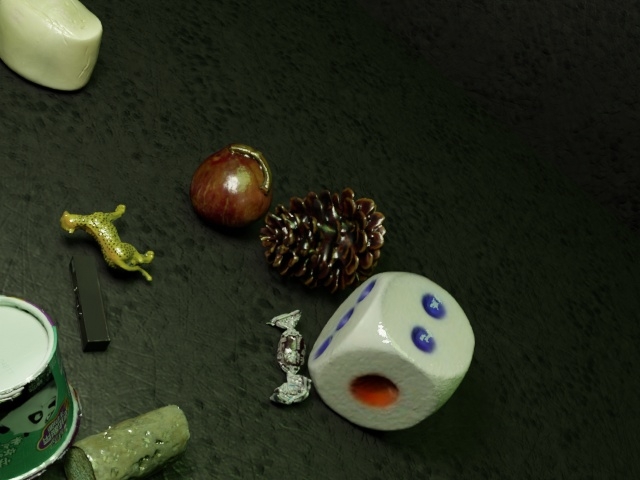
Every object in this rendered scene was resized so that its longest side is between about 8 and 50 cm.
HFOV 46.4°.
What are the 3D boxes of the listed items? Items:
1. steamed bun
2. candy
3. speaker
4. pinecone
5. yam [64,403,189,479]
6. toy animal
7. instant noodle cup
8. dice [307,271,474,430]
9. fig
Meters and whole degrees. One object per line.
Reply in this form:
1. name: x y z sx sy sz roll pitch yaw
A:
1. steamed bun: -0.622 -0.463 1.669 0.250 0.200 0.154 32 42 -3
2. candy: -0.067 0.239 1.552 0.094 0.051 0.226 6 49 -8
3. speaker: -0.437 0.116 1.405 0.046 0.040 0.191 2 53 -34
4. pinecone: 0.001 -0.003 1.685 0.292 0.246 0.246 3 52 -31
5. yam: -0.313 0.349 1.236 0.194 0.107 0.107 -17 65 -45
6. toy animal: -0.413 0.011 1.471 0.181 0.073 0.136 55 22 10
7. instant noodle cup: -0.490 0.213 1.115 0.251 0.190 0.251 8 40 -7
8. dice: 0.145 0.230 1.565 0.243 0.259 0.251 36 40 -7
9. fig: -0.192 -0.126 1.681 0.205 0.205 0.205 20 45 -21
